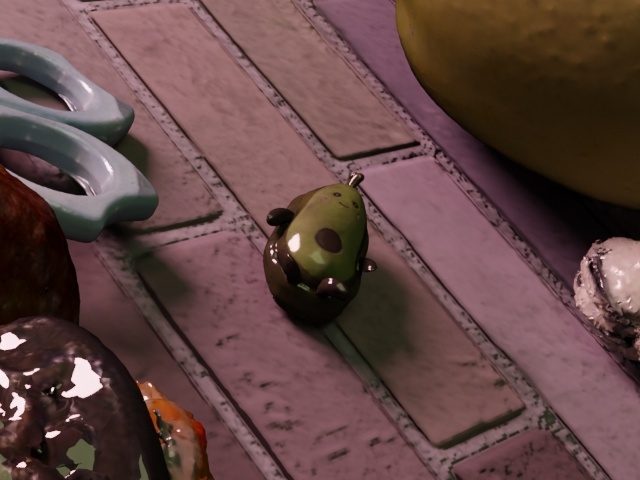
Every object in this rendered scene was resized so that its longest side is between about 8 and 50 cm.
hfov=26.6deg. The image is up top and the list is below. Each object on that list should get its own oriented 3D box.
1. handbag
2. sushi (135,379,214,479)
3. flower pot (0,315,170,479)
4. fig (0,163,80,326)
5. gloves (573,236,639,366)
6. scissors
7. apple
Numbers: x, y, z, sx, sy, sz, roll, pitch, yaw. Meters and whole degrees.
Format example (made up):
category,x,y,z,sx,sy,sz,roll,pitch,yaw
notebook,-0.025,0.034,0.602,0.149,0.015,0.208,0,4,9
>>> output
category,x,y,z,sx,sy,sz,roll,pitch,yaw
handbag,0.000,0.000,0.810,0.072,0.047,0.111,28,40,-5
sushi,-0.080,0.139,0.552,0.103,0.097,0.226,24,35,-34
flower pot,-0.198,0.112,0.389,0.267,0.266,0.266,6,44,-34
fig,-0.227,-0.003,0.602,0.274,0.145,0.170,26,-6,44
gloves,0.243,0.049,0.899,0.153,0.070,0.114,4,53,-20
scissors,-0.258,-0.087,0.716,0.360,0.029,0.191,14,31,-27
apple,0.224,-0.192,0.942,0.357,0.357,0.357,18,40,-16
